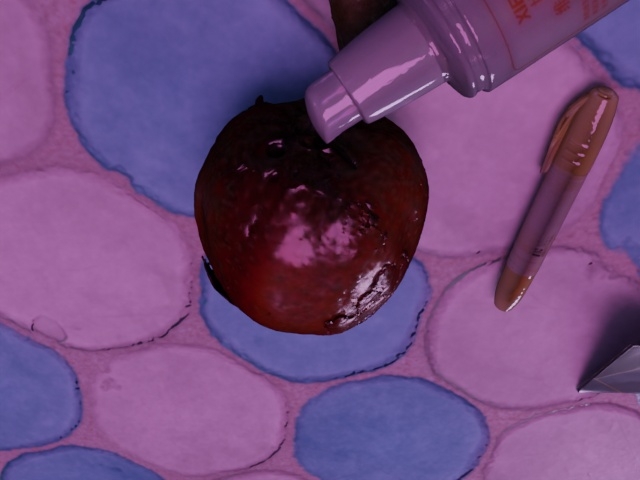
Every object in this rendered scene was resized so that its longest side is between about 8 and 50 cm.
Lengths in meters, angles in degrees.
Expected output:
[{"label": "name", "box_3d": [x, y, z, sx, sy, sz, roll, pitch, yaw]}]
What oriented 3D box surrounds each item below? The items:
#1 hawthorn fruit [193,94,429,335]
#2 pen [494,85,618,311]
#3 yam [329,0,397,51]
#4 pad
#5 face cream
[{"label": "hawthorn fruit", "box_3d": [0.000, 0.000, 0.595, 0.181, 0.181, 0.235, -5, 139, 6]}, {"label": "pen", "box_3d": [0.190, -0.027, 0.647, 0.040, 0.032, 0.234, 25, 128, 12]}, {"label": "yam", "box_3d": [0.008, -0.220, 0.488, 0.061, 0.061, 0.274, -15, 125, 13]}, {"label": "pad", "box_3d": [0.391, 0.129, 0.731, 0.242, 0.004, 0.164, 1, 154, 1]}, {"label": "face cream", "box_3d": [0.097, -0.146, 0.473, 0.251, 0.101, 0.101, -33, 121, 4]}]
